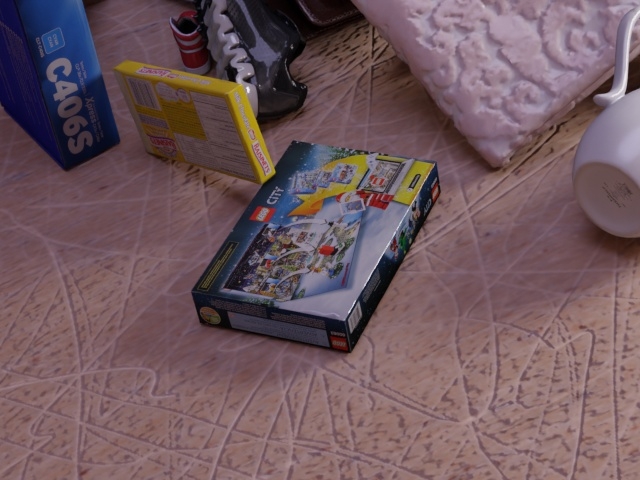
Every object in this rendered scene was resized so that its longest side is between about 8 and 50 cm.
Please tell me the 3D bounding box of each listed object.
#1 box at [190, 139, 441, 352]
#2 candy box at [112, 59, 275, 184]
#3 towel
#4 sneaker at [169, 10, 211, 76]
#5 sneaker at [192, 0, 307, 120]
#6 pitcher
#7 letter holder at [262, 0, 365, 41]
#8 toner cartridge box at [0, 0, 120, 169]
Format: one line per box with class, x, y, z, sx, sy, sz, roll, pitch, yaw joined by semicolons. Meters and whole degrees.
box;0.000;0.000;1.606;0.159;0.044;0.233;9;45;24
candy box;-0.131;-0.122;1.701;0.027;0.105;0.206;-39;33;-26
towel;0.194;-0.292;1.696;0.317;0.053;0.332;-39;73;5
sneaker;-0.149;-0.245;1.910;0.042;0.067;0.118;-13;40;-2
sneaker;-0.073;-0.228;1.829;0.106;0.078;0.234;-6;65;-21
pitcher;0.309;-0.113;1.571;0.178;0.125;0.207;48;57;0
letter holder;-0.021;-0.385;1.844;0.214;0.302;0.152;-23;1;-11
toner cartridge box;-0.313;-0.259;1.752;0.075;0.348;0.165;-30;43;-21
